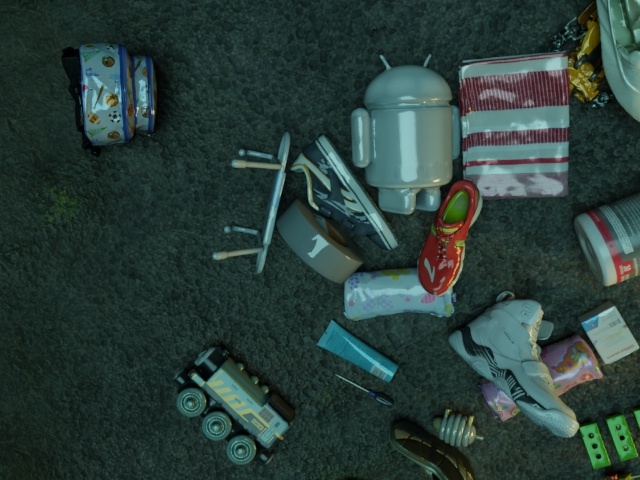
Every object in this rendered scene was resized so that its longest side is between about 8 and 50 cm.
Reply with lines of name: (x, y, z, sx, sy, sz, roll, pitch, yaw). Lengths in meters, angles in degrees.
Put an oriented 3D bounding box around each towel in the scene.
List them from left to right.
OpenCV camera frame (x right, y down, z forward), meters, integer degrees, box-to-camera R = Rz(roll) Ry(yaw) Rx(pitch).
towel: (0.439, -0.250, 1.504, 0.237, 0.037, 0.328, -2, 113, 15)

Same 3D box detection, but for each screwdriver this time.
screwdriver: (0.113, 0.388, 1.722, 0.170, 0.025, 0.024, 26, 103, 2)

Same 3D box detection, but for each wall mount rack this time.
wall mount rack: (-0.159, -0.085, 1.527, 0.131, 0.304, 0.349, 11, 102, -9)

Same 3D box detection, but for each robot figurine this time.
robot figurine: (0.199, -0.240, 1.503, 0.300, 0.200, 0.353, -10, 103, -32)
robot figurine: (0.633, -0.431, 1.465, 0.211, 0.085, 0.291, 42, 102, -1)

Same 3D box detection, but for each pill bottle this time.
pill bottle: (0.752, -0.032, 1.476, 0.319, 0.176, 0.176, -22, 97, 11)

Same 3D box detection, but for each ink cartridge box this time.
ink cartridge box: (0.691, 0.222, 1.596, 0.089, 0.052, 0.122, -31, 94, 13)

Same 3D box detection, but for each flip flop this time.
flip flop: (0.282, 0.570, 1.700, 0.277, 0.112, 0.080, 35, 129, -2)

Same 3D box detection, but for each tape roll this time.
tape roll: (0.000, 0.000, 1.565, 0.219, 0.219, 0.072, 43, 104, -2)

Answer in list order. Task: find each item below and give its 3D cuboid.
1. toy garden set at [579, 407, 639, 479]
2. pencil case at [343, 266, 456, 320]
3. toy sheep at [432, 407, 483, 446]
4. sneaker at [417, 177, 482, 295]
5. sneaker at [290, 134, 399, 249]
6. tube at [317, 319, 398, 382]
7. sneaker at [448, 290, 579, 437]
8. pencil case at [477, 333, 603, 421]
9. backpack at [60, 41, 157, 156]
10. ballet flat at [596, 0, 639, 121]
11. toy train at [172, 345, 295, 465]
toy garden set: (0.786, 0.516, 1.633, 0.244, 0.049, 0.203, -19, 87, 9)
pencil case: (0.190, 0.129, 1.618, 0.273, 0.113, 0.124, -3, 115, 8)
toy sheep: (0.346, 0.477, 1.676, 0.132, 0.091, 0.091, 12, 103, 24)
sneaker: (0.284, -0.012, 1.511, 0.107, 0.118, 0.278, 17, 88, 19)
sneaker: (0.055, -0.090, 1.591, 0.127, 0.126, 0.321, -36, 83, 8)
tube: (0.097, 0.288, 1.696, 0.207, 0.052, 0.080, 30, 98, 7)
sneaker: (0.477, 0.264, 1.512, 0.210, 0.366, 0.137, -47, 133, -1)
pencil case: (0.527, 0.335, 1.610, 0.284, 0.124, 0.124, -30, 95, 12)
backpack: (-0.486, -0.338, 1.549, 0.213, 0.263, 0.276, -8, 100, -7)
ballet flat: (0.645, -0.427, 1.354, 0.139, 0.139, 0.400, -17, 98, 11)
toy train: (-0.223, 0.428, 1.728, 0.334, 0.142, 0.190, 44, 91, 0)
